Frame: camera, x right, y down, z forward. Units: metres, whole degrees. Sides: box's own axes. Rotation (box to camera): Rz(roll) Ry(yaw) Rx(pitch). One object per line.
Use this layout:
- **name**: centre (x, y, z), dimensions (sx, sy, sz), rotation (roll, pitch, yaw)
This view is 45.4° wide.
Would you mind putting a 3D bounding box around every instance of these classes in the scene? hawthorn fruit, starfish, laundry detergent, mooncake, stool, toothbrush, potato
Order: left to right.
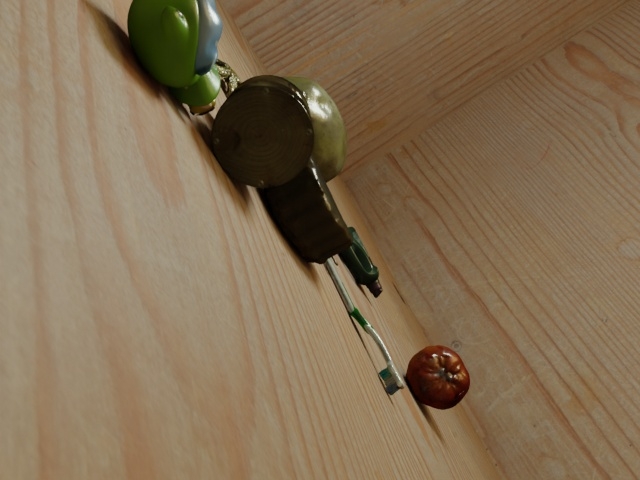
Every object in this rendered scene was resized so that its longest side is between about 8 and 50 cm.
- **starfish**: centre (-0.246, -0.419, 1.942), dimensions (0.176, 0.053, 0.208), rotation (31, 21, -55)
- **stool**: centre (-0.103, -0.210, 1.428), dimensions (0.179, 0.179, 0.264), rotation (57, 7, -14)
- **potato**: centre (-0.050, -0.245, 1.808), dimensions (0.326, 0.220, 0.243), rotation (86, -16, -82)
- **mooncake**: centre (-0.027, -0.062, 1.585), dimensions (0.228, 0.124, 0.228), rotation (62, 3, -5)
- **laundry detergent**: centre (0.116, 0.070, 2.253), dimensions (0.222, 0.078, 0.144), rotation (61, 8, 5)
- **toothbrush**: centre (0.090, 0.171, 1.718), dimensions (0.042, 0.040, 0.418), rotation (48, 12, -48)
- **hawthorn fruit**: centre (0.301, 0.358, 2.011), dimensions (0.173, 0.173, 0.179), rotation (55, -19, -26)

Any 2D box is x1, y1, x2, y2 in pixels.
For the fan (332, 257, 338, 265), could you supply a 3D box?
- **fan**: centre (0.000, 0.000, 1.870), dimensions (0.132, 0.009, 0.220), rotation (51, 2, -38)

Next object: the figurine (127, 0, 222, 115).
- **figurine**: centre (-0.219, -0.300, 1.215), dimensions (0.263, 0.143, 0.162), rotation (84, -13, -64)
